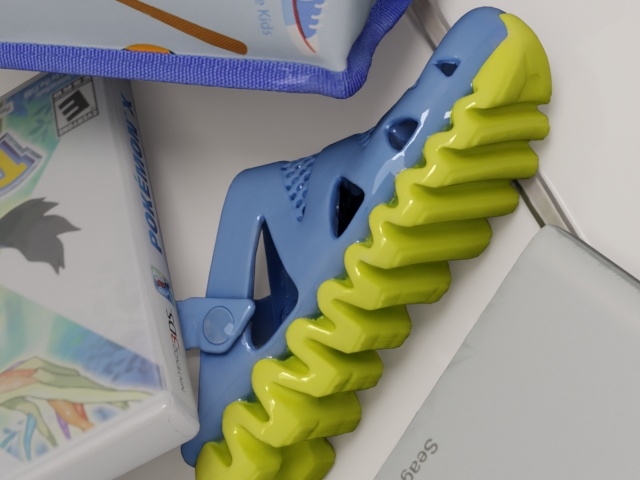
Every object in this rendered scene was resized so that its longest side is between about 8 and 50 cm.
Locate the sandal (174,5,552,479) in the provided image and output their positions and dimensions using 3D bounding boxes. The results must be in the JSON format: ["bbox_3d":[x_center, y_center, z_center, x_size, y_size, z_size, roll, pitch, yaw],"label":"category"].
[{"bbox_3d":[0.000,0.000,0.877,0.138,0.126,0.317,42,101,25],"label":"sandal"}]

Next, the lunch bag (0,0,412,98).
[{"bbox_3d":[-0.142,-0.268,0.842,0.385,0.239,0.327,4,119,21],"label":"lunch bag"}]

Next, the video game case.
[{"bbox_3d":[-0.235,0.061,0.921,0.329,0.036,0.300,-28,45,12],"label":"video game case"}]

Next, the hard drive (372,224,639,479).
[{"bbox_3d":[0.173,0.178,0.770,0.353,0.047,0.233,40,102,39],"label":"hard drive"}]
